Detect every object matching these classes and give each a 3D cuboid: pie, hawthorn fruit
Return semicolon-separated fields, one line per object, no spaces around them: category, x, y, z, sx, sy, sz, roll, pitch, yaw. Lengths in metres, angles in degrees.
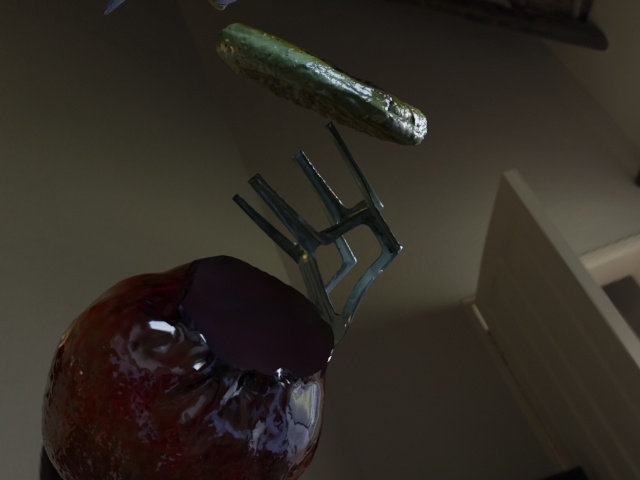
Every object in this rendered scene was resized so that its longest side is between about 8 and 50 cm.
pie;0.007;-0.213;0.936;0.323;0.323;0.070;18;-81;-43
hawthorn fruit;-0.116;0.123;0.540;0.215;0.215;0.249;5;-22;-35

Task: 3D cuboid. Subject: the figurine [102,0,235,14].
figurine;-0.159;-0.308;0.695;0.184;0.128;0.208;32;-28;-26

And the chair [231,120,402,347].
chair;0.000;0.000;1.032;0.190;0.275;0.203;-37;3;-19
